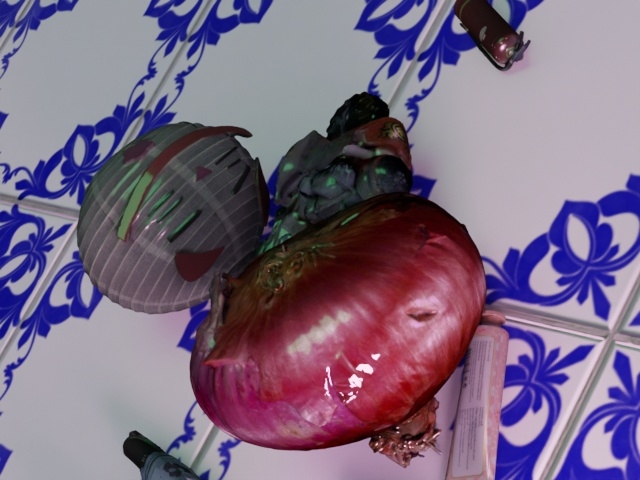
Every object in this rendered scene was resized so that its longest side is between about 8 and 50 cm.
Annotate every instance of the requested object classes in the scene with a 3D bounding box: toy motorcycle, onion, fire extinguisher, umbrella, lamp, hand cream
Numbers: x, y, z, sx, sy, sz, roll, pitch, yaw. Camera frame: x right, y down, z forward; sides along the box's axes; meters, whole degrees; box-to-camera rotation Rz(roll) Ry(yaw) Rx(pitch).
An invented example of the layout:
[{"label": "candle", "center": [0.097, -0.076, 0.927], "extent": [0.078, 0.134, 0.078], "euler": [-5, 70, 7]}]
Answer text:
[{"label": "toy motorcycle", "center": [0.000, 0.000, 2.098], "extent": [0.401, 0.134, 0.207], "euler": [-58, 31, -10]}, {"label": "onion", "center": [0.036, 0.115, 1.877], "extent": [0.347, 0.285, 0.347], "euler": [-30, 14, 8]}, {"label": "fire extinguisher", "center": [0.213, -0.257, 2.172], "extent": [0.064, 0.043, 0.158], "euler": [-68, 30, 26]}, {"label": "umbrella", "center": [-0.167, 0.296, 2.080], "extent": [0.250, 0.052, 0.053], "euler": [30, 90, 51]}, {"label": "lamp", "center": [-0.181, -0.027, 2.229], "extent": [0.233, 0.233, 0.265], "euler": [14, 57, 49]}, {"label": "hand cream", "center": [0.170, 0.174, 1.864], "extent": [0.067, 0.043, 0.209], "euler": [-12, 57, 40]}]
